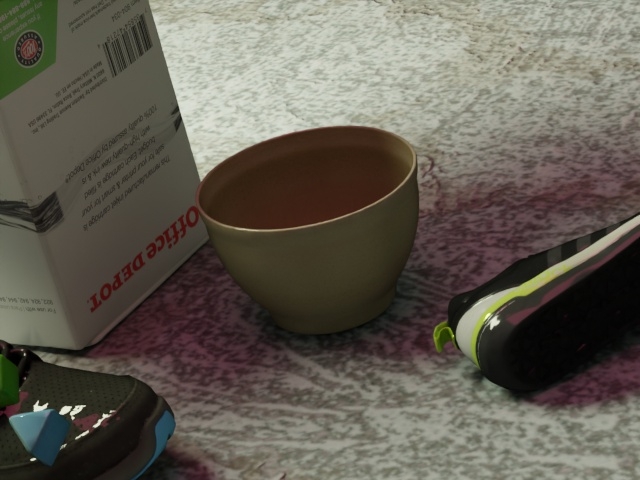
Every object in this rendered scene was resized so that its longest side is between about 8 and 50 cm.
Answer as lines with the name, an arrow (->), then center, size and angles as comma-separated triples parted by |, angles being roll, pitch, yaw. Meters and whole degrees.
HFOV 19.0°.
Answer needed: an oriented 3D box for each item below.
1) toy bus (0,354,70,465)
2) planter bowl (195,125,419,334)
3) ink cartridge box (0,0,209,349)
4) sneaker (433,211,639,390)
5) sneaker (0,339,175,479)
toy bus -> -0.269, 0.147, 1.143 | 0.202, 0.104, 0.191 | 0, 67, 17
planter bowl -> 0.000, 0.000, 1.393 | 0.162, 0.109, 0.162 | -11, 27, 5
ink cartridge box -> -0.206, -0.082, 1.460 | 0.115, 0.272, 0.198 | 3, 30, 32
sneaker -> 0.182, 0.019, 1.307 | 0.235, 0.084, 0.097 | -24, 28, -21
sneaker -> -0.263, 0.105, 1.271 | 0.341, 0.139, 0.125 | -1, 27, 20
